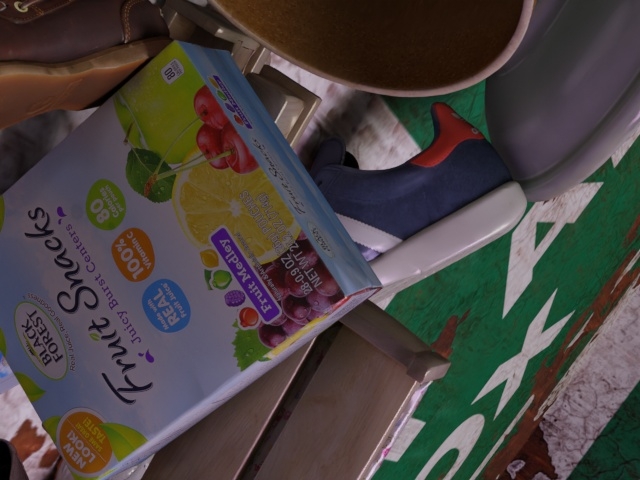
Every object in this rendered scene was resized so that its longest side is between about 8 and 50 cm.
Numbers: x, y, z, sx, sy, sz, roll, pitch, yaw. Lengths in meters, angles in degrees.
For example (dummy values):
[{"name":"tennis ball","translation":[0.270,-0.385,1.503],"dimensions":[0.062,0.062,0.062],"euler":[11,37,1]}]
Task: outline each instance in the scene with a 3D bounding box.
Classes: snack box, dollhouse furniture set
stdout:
[{"name":"snack box","translation":[-0.097,0.017,0.646],"dimensions":[0.207,0.174,0.070],"euler":[-38,168,21]},{"name":"dollhouse furniture set","translation":[0.001,0.058,0.738],"dimensions":[0.303,0.355,0.174],"euler":[-60,158,12]}]

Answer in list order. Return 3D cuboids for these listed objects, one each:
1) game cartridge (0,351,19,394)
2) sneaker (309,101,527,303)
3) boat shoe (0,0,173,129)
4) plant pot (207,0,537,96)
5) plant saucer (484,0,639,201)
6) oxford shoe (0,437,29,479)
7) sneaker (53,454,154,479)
[{"name":"game cartridge","translation":[-0.214,0.072,0.787],"dimensions":[0.056,0.017,0.083],"euler":[-27,145,-39]},{"name":"sneaker","translation":[0.000,0.000,0.979],"dimensions":[0.350,0.148,0.131],"euler":[-29,173,2]},{"name":"boat shoe","translation":[-0.164,-0.100,0.582],"dimensions":[0.073,0.073,0.207],"euler":[-33,176,37]},{"name":"plant pot","translation":[0.059,-0.253,0.622],"dimensions":[0.254,0.237,0.237],"euler":[-58,160,-25]},{"name":"plant saucer","translation":[0.233,-0.233,0.968],"dimensions":[0.400,0.100,0.400],"euler":[-62,-170,19]},{"name":"oxford shoe","translation":[-0.296,0.246,0.699],"dimensions":[0.364,0.129,0.133],"euler":[-54,148,-70]},{"name":"sneaker","translation":[-0.184,0.245,0.945],"dimensions":[0.262,0.121,0.099],"euler":[-47,156,-15]}]
